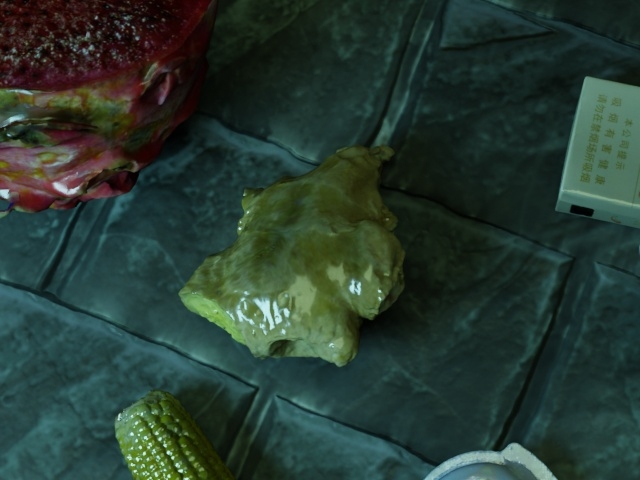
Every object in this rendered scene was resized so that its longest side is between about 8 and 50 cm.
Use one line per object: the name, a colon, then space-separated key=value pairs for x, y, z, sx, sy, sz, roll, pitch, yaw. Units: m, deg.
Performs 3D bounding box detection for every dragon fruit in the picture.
dragon fruit: x=-0.286 y=-0.178 z=1.411 sx=0.386 sy=0.249 sz=0.371 roll=27 pitch=46 yaw=25

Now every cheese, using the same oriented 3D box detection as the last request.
cheese: x=0.125 y=0.294 z=1.321 sx=0.135 sy=0.052 sz=0.244 roll=42 pitch=79 yaw=16

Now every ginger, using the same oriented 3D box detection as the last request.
ginger: x=0.000 y=0.000 z=1.398 sx=0.219 sy=0.123 sz=0.270 roll=24 pitch=73 yaw=34

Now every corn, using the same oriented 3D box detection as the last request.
corn: x=-0.093 y=0.279 z=1.322 sx=0.097 sy=0.097 sz=0.320 roll=-33 pitch=70 yaw=-9

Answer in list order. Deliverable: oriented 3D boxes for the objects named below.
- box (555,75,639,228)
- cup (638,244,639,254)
box: x=0.353 y=-0.079 z=1.443 sx=0.201 sy=0.058 sz=0.141 roll=14 pitch=71 yaw=8
cup: x=0.484 y=0.075 z=1.244 sx=0.331 sy=0.257 sz=0.311 roll=-23 pitch=82 yaw=-11
